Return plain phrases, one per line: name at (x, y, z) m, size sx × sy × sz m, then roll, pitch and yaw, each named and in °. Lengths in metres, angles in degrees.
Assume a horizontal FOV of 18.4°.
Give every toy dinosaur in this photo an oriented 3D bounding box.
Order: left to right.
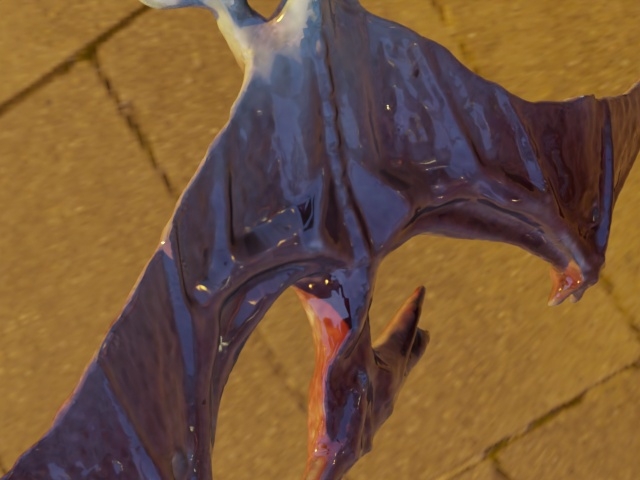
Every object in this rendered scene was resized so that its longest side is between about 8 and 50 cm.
toy dinosaur at (0.001, 0.000, 0.353) m, size 0.032 × 0.220 × 0.108 m, roll 10°, pitch 121°, yaw 46°
